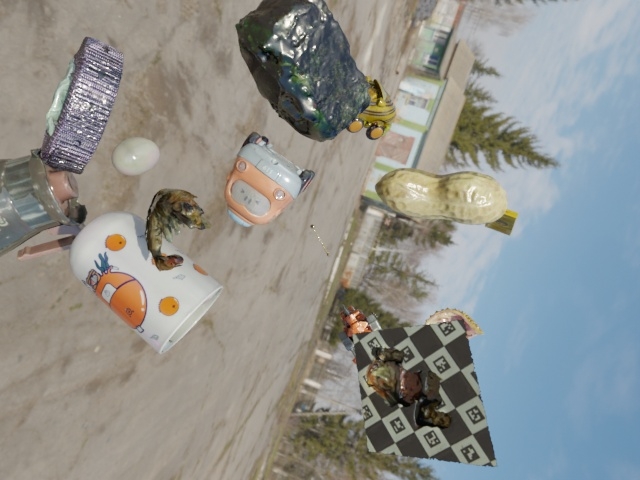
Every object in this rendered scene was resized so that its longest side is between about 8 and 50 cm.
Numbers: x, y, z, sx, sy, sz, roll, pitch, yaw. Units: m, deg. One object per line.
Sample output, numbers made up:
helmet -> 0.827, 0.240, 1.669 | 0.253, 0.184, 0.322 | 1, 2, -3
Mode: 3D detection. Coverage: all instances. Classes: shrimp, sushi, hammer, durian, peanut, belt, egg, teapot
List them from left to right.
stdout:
teapot -> -0.862, -0.084, 1.282 | 0.376, 0.362, 0.305 | 81, -9, -51
belt -> -0.588, -0.331, 1.116 | 0.260, 0.122, 0.324 | 28, -82, 52
egg -> -0.520, -0.238, 1.282 | 0.135, 0.103, 0.103 | -34, 153, -35
shrimp -> -0.288, -0.016, 0.870 | 0.058, 0.253, 0.173 | 8, 99, -39
sushi -> -0.026, -0.246, 0.663 | 0.127, 0.124, 0.225 | -50, 137, -9
hammer -> 0.000, 0.000, 1.514 | 0.014, 0.122, 0.029 | -31, -170, -8
sushi -> 0.226, 0.332, 1.016 | 0.059, 0.292, 0.293 | 5, 75, -55
peanut -> 0.272, -0.104, 1.030 | 0.136, 0.299, 0.120 | 76, 22, -66
durian -> 0.453, 0.317, 1.586 | 0.182, 0.165, 0.132 | -54, -179, 22

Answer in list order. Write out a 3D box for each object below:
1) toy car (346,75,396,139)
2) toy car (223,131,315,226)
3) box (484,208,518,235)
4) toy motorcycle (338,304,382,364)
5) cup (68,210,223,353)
toy car -> 0.136, -0.434, 1.412 | 0.142, 0.248, 0.200 | -49, -133, 38
toy car -> -0.146, -0.137, 1.163 | 0.212, 0.181, 0.270 | -53, -176, 8
box -> 0.562, -0.063, 1.417 | 0.023, 0.087, 0.155 | -59, 157, -9
toy motorcycle -> 0.136, 0.307, 1.413 | 0.148, 0.221, 0.325 | -33, 162, -1
cup -> -0.423, 0.087, 1.091 | 0.212, 0.317, 0.212 | -49, 178, -2
